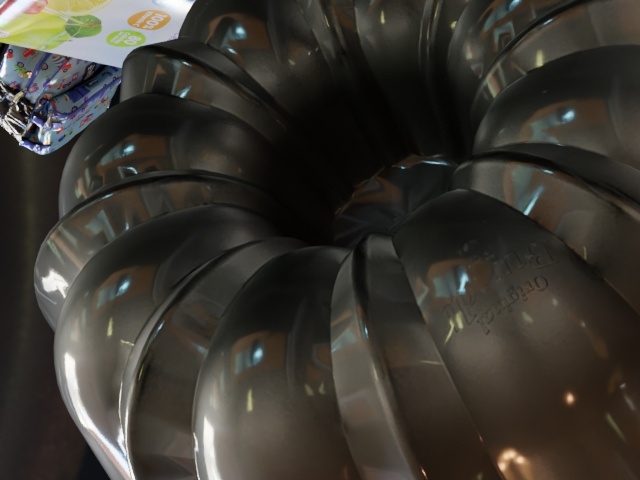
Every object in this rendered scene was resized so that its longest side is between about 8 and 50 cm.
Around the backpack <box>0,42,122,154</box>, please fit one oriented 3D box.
[{"bbox_3d":[-0.289,-0.201,1.767,0.117,0.158,0.173,44,139,3],"label":"backpack"}]

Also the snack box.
[{"bbox_3d":[-0.103,-0.178,1.062,0.207,0.070,0.174,8,158,-32],"label":"snack box"}]

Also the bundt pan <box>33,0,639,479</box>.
[{"bbox_3d":[0.029,-0.015,0.612,0.331,0.331,0.124,-4,141,29],"label":"bundt pan"}]
